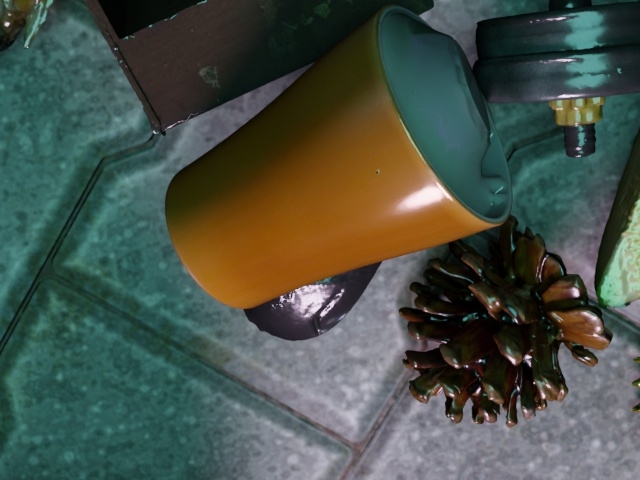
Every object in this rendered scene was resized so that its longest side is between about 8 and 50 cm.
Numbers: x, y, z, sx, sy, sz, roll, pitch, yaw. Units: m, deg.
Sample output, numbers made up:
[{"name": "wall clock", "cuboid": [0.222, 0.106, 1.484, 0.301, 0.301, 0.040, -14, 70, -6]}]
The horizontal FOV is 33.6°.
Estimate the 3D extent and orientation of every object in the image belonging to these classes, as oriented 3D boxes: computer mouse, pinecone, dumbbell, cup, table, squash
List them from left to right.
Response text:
[{"name": "table", "cuboid": [-0.088, -0.284, 0.849, 0.251, 0.196, 0.282, -25, 119, 6]}, {"name": "computer mouse", "cuboid": [0.000, 0.000, 0.999, 0.122, 0.073, 0.217, 28, 97, -4]}, {"name": "cup", "cuboid": [0.022, -0.059, 0.851, 0.264, 0.226, 0.182, -27, 94, 28]}, {"name": "pinecone", "cuboid": [0.157, 0.079, 0.964, 0.195, 0.150, 0.179, -51, 51, 19]}, {"name": "dumbbell", "cuboid": [0.209, -0.264, 0.898, 0.185, 0.185, 0.388, -5, 99, 1]}, {"name": "squash", "cuboid": [0.315, -0.103, 0.959, 0.203, 0.111, 0.288, -14, 97, 7]}]

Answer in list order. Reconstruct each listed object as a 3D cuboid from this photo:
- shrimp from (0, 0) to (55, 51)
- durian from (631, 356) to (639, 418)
[{"name": "shrimp", "cuboid": [-0.292, -0.300, 0.958, 0.168, 0.077, 0.317, 23, 95, 7]}, {"name": "durian", "cuboid": [0.434, 0.201, 1.029, 0.169, 0.158, 0.352, -42, 98, -28]}]
